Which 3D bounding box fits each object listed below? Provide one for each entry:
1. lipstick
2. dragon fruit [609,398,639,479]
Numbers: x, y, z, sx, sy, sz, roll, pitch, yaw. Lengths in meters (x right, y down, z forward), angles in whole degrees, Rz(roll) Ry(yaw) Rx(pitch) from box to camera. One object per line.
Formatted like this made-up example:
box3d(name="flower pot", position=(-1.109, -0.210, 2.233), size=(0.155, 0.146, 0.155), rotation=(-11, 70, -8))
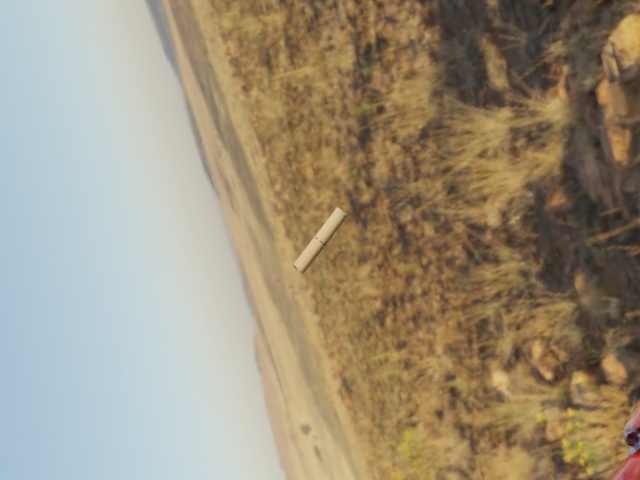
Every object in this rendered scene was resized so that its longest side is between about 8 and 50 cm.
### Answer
box3d(name="lipstick", position=(0.000, 0.000, 1.054), size=(0.019, 0.094, 0.019), rotation=(37, -173, -6))
box3d(name="dragon fruit", position=(0.376, 0.102, 0.684), size=(0.286, 0.329, 0.228), rotation=(-5, 112, 39))
